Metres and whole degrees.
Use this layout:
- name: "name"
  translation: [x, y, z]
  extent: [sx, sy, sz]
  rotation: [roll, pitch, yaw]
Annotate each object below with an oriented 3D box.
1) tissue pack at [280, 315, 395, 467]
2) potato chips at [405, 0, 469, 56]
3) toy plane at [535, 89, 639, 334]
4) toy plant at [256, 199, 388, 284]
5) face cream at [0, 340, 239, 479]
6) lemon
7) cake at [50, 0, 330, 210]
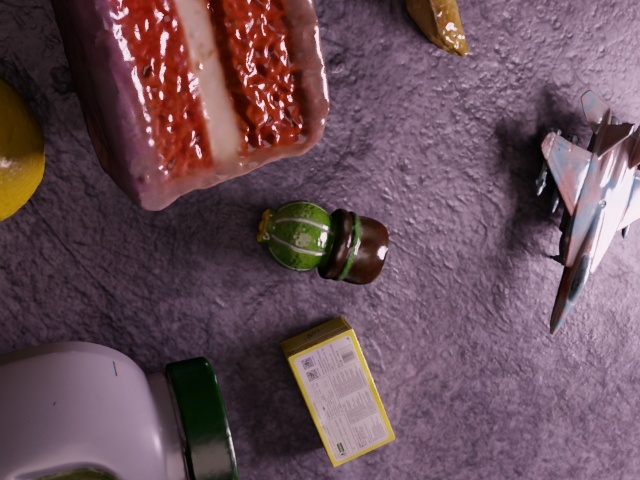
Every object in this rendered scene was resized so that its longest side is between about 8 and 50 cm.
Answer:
- name: "tissue pack"
  translation: [0.023, 0.202, 1.144]
  extent: [0.095, 0.062, 0.176]
  rotation: [-24, 108, -7]
- name: "potato chips"
  translation: [0.125, -0.427, 1.036]
  extent: [0.080, 0.057, 0.407]
  rotation: [-12, 105, -26]
- name: "toy plane"
  translation: [0.367, -0.029, 1.168]
  extent: [0.222, 0.104, 0.327]
  rotation: [17, 101, -17]
- name: "toy plant"
  translation: [0.000, 0.000, 1.079]
  extent: [0.162, 0.093, 0.093]
  rotation: [13, 98, -14]
- name: "face cream"
  translation: [-0.287, 0.272, 0.991]
  extent: [0.356, 0.219, 0.313]
  rotation: [-11, 103, -16]
- name: "lemon"
  translation: [-0.384, -0.099, 0.896]
  extent: [0.178, 0.203, 0.179]
  rotation: [0, 86, -2]
- name: "cake"
  translation: [-0.150, -0.224, 0.876]
  extent: [0.237, 0.230, 0.309]
  rotation: [-22, 128, -18]
